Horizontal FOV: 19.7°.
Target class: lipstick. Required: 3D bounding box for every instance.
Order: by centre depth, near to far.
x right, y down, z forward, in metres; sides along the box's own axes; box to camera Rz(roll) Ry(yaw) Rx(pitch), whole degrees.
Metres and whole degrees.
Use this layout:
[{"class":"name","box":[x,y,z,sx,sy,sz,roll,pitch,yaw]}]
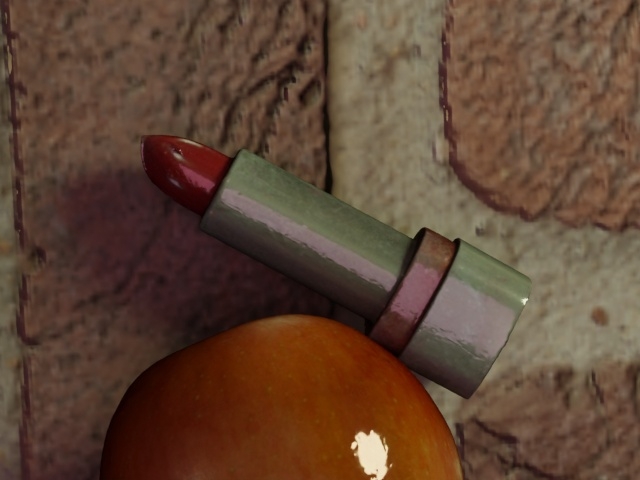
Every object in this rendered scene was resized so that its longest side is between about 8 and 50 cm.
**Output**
[{"class":"lipstick","box":[0.000,0.000,0.841,0.186,0.057,0.063,29,96,-3]}]

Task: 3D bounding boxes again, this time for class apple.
[{"class":"apple","box":[-0.018,0.109,0.805,0.163,0.163,0.139,-24,72,-1]}]
